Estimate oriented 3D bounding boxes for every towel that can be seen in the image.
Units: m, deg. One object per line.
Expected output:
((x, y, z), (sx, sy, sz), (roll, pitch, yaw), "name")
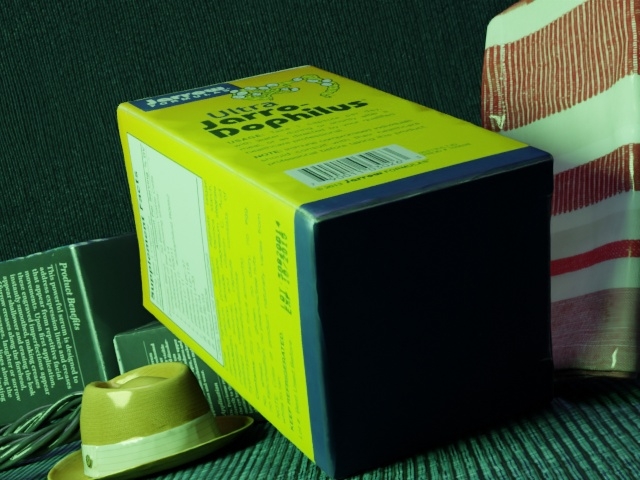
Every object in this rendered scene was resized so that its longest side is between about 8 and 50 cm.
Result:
((0.185, -0.054, 0.961), (0.037, 0.329, 0.237), (7, -10, -19), "towel")

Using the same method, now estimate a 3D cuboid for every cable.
((-0.283, 0.187, 1.163), (0.184, 0.047, 0.150), (-22, -3, 11), "cable")

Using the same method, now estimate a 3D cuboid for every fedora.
((-0.154, 0.153, 1.066), (0.194, 0.079, 0.194), (-14, 1, 0), "fedora")

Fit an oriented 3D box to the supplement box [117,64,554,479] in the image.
((0.000, 0.000, 0.965), (0.195, 0.194, 0.356), (-15, 25, -25), "supplement box")

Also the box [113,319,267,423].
((-0.072, 0.113, 1.209), (0.207, 0.108, 0.153), (-13, 2, 35), "box")

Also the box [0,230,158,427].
((-0.397, 0.128, 1.690), (0.395, 0.212, 0.293), (-13, 1, 22), "box")
